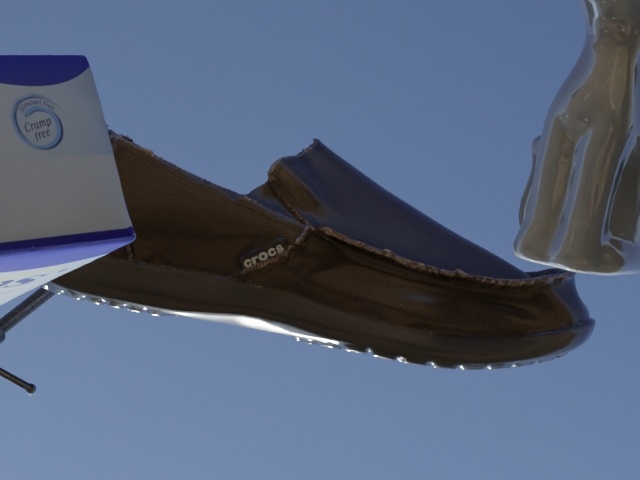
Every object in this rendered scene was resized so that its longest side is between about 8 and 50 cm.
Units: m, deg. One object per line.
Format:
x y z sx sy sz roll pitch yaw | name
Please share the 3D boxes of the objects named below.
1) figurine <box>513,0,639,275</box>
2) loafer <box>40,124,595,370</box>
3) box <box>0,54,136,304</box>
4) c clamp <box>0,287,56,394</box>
0.207 -0.077 0.758 0.215 0.092 0.209 14 -82 34 | figurine
0.000 0.000 0.918 0.366 0.134 0.130 10 -91 -3 | loafer
-0.159 -0.008 0.504 0.137 0.126 0.072 -24 -101 42 | box
-0.217 0.036 1.019 0.137 0.161 0.022 25 -51 12 | c clamp
